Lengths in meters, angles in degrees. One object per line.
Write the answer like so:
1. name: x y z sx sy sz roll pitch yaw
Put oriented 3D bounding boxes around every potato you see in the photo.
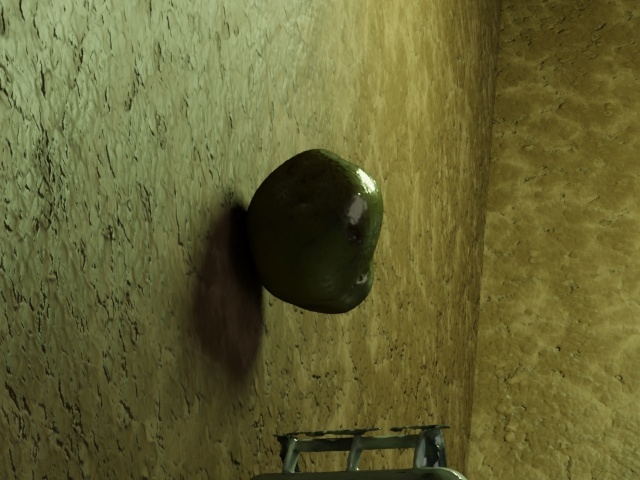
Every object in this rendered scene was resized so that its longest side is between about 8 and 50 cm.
1. potato: 0.000 0.000 1.659 0.194 0.157 0.157 69 22 -47

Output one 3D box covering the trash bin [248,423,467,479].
1. trash bin: -0.016 0.293 1.375 0.367 0.255 0.296 29 60 -64
